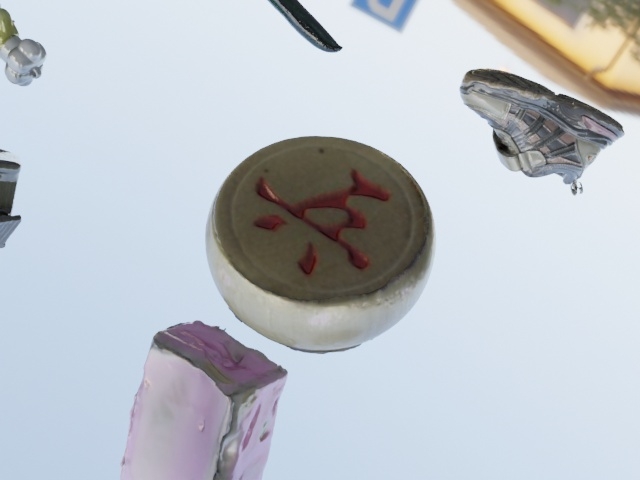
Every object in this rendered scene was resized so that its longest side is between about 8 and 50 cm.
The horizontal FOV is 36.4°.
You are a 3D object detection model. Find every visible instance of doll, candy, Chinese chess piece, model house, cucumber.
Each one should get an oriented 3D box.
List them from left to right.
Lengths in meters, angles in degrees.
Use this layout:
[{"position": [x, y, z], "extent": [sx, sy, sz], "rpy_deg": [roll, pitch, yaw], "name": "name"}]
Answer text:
[{"position": [-0.596, -0.077, 1.664], "extent": [0.122, 0.188, 0.229], "rpy_deg": [7, -179, 27], "name": "model house"}, {"position": [-0.469, -0.298, 1.439], "extent": [0.162, 0.106, 0.062], "rpy_deg": [47, -127, 7], "name": "doll"}, {"position": [-0.150, 0.245, 1.189], "extent": [0.155, 0.265, 0.116], "rpy_deg": [27, -153, 30], "name": "candy"}, {"position": [-0.042, -0.326, 1.375], "extent": [0.184, 0.033, 0.036], "rpy_deg": [47, -158, 6], "name": "cucumber"}, {"position": [0.000, 0.000, 1.056], "extent": [0.250, 0.103, 0.249], "rpy_deg": [1, -128, -1], "name": "Chinese chess piece"}]

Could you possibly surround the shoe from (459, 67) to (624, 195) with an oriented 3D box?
[{"position": [0.217, -0.113, 1.007], "extent": [0.180, 0.092, 0.089], "rpy_deg": [18, -161, -13], "name": "shoe"}]
